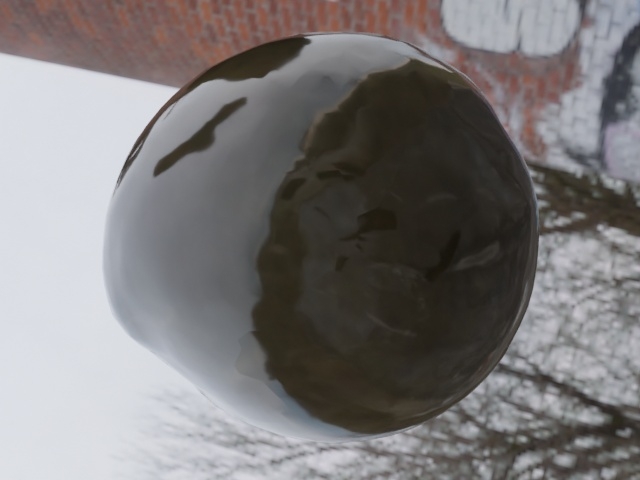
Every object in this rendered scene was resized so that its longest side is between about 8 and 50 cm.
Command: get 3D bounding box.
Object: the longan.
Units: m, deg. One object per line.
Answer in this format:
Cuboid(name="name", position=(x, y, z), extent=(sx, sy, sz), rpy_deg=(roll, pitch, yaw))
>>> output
Cuboid(name="longan", position=(0.000, 0.000, 0.741), extent=(0.258, 0.258, 0.258), rpy_deg=(13, -90, -69))
